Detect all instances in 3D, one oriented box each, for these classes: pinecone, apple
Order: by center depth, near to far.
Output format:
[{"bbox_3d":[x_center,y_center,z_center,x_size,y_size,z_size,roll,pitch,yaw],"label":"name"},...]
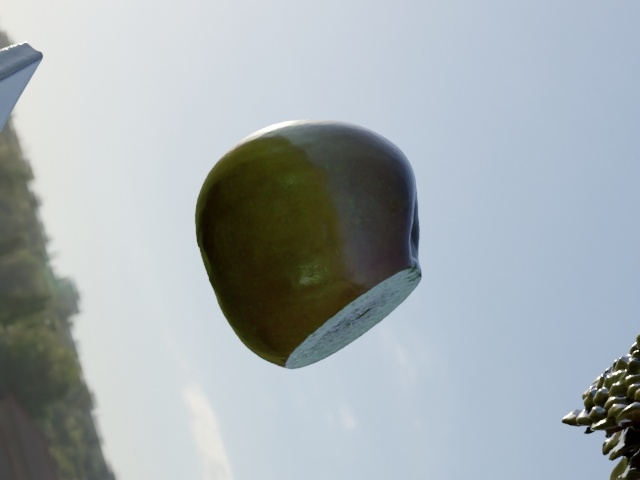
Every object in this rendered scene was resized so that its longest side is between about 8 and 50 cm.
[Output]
[{"bbox_3d":[-0.001,0.000,0.971,0.146,0.147,0.163,-26,101,-79],"label":"apple"},{"bbox_3d":[0.368,0.197,1.399,0.264,0.264,0.264,163,-90,-78],"label":"pinecone"}]

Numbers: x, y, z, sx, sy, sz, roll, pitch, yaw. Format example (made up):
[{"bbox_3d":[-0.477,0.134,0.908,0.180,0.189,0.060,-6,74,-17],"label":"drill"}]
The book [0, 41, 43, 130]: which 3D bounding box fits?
[{"bbox_3d":[-0.291,-0.009,1.003,0.025,0.269,0.191,34,19,-2],"label":"book"}]
